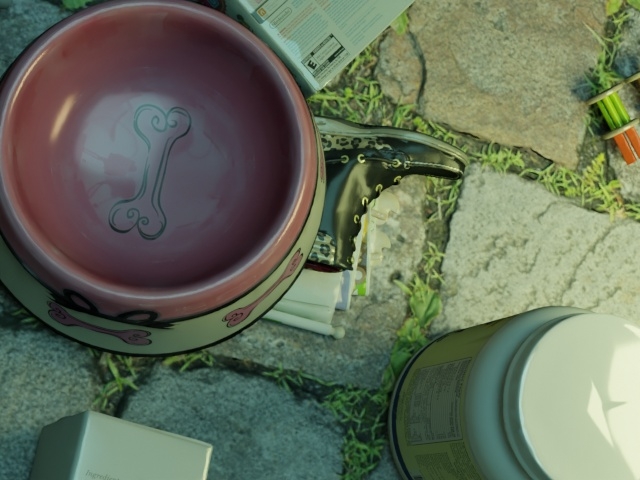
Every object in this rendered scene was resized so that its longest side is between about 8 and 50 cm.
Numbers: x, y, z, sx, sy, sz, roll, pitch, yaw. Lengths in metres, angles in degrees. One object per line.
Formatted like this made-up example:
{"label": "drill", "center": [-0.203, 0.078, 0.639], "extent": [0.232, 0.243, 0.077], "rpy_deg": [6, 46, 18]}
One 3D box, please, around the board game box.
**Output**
{"label": "board game box", "center": [-0.047, -0.346, 1.988], "extent": [0.224, 0.097, 0.303], "rpy_deg": [-44, 99, -22]}

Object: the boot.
{"label": "boot", "center": [0.051, -0.045, 1.957], "extent": [0.236, 0.085, 0.179], "rpy_deg": [10, 77, -12]}

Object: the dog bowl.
{"label": "dog bowl", "center": [-0.186, -0.084, 1.813], "extent": [0.408, 0.150, 0.408], "rpy_deg": [1, 79, -7]}

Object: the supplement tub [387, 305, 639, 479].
{"label": "supplement tub", "center": [0.237, 0.199, 1.873], "extent": [0.235, 0.325, 0.235], "rpy_deg": [4, 79, -20]}

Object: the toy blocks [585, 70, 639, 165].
{"label": "toy blocks", "center": [0.425, -0.142, 2.152], "extent": [0.123, 0.054, 0.148], "rpy_deg": [-30, 92, -23]}

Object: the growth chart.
{"label": "growth chart", "center": [0.000, 0.000, 1.984], "extent": [0.172, 0.021, 0.237], "rpy_deg": [21, 74, -16]}

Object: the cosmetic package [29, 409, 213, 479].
{"label": "cosmetic package", "center": [-0.225, 0.292, 1.763], "extent": [0.151, 0.151, 0.184], "rpy_deg": [20, 70, -23]}

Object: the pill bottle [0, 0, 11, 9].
{"label": "pill bottle", "center": [-0.409, -0.305, 1.853], "extent": [0.137, 0.078, 0.078], "rpy_deg": [11, 77, -19]}
